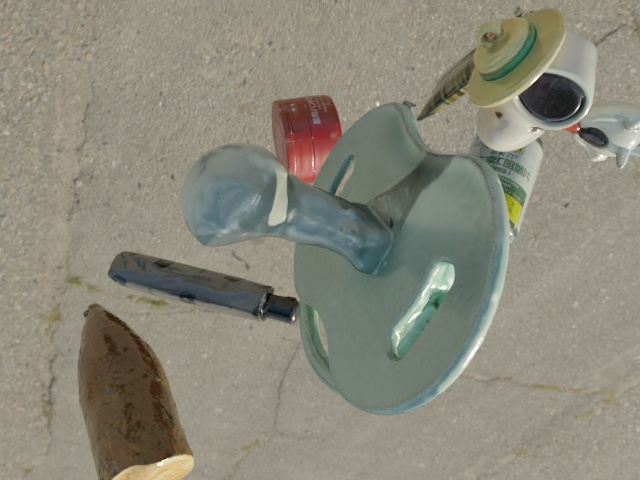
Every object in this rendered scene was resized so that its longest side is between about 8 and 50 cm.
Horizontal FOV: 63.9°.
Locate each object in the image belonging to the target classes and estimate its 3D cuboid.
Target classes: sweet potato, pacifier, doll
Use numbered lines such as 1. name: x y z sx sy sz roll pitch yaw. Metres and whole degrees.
1. sweet potato: -0.277 0.210 0.725 0.131 0.336 0.131 -17 131 -21
2. pacifier: 0.000 0.000 0.477 0.269 0.343 0.288 17 111 -24
3. doll: 0.324 -0.182 0.639 0.272 0.143 0.208 10 155 16

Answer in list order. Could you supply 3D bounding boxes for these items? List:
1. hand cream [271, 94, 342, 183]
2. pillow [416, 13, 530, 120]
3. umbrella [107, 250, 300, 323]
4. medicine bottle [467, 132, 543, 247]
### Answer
1. hand cream: -0.032 -0.217 1.117 0.126 0.193 0.193 -11 133 -12
2. pillow: 0.285 -0.322 0.952 0.052 0.208 0.212 49 132 -11
3. umbrella: -0.197 0.082 0.865 0.338 0.067 0.073 12 173 14
4. medicine bottle: 0.350 -0.131 1.011 0.142 0.293 0.141 22 157 10
